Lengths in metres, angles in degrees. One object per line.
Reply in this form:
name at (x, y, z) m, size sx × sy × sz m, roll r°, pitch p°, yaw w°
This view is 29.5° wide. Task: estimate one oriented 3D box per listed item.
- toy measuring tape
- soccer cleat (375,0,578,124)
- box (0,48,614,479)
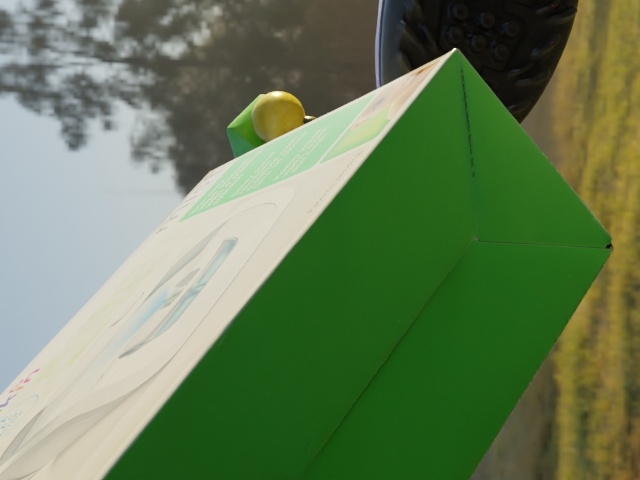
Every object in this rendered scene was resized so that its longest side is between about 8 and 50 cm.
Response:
toy measuring tape at (0.000, 0.000, 1.031) m, size 0.330 × 0.121 × 0.121 m, roll 76°, pitch -166°, yaw -52°
soccer cleat at (0.078, -0.189, 0.679) m, size 0.116 × 0.108 × 0.318 m, roll -17°, pitch 62°, yaw 64°
box at (-0.033, 0.068, 0.555) m, size 0.262 × 0.127 × 0.231 m, roll -51°, pitch 19°, yaw -30°
